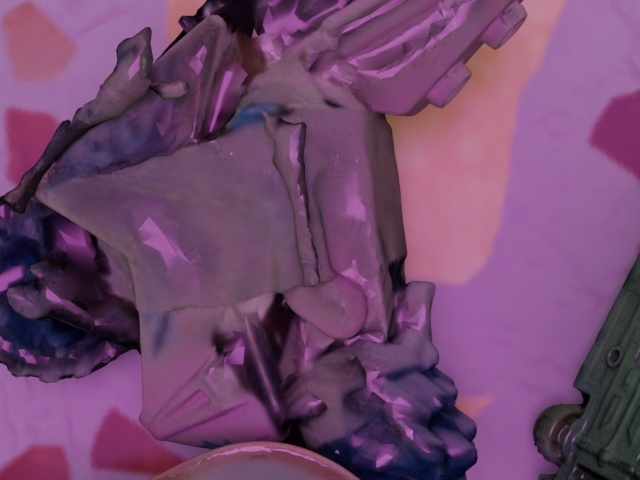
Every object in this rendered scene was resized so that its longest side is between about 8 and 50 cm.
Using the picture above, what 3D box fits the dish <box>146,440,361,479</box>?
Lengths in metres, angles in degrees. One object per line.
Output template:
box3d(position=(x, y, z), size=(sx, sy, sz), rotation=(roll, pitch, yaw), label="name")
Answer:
box3d(position=(-0.025, 0.182, 0.618), size=(0.229, 0.081, 0.229), rotation=(0, 91, 10), label="dish")

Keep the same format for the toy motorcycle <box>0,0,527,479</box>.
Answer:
box3d(position=(0.002, 0.000, 0.617), size=(0.204, 0.108, 0.239), rotation=(45, 116, 8), label="toy motorcycle")

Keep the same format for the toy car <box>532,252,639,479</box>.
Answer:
box3d(position=(0.146, 0.037, 0.617), size=(0.058, 0.093, 0.186), rotation=(27, 88, -27), label="toy car")
